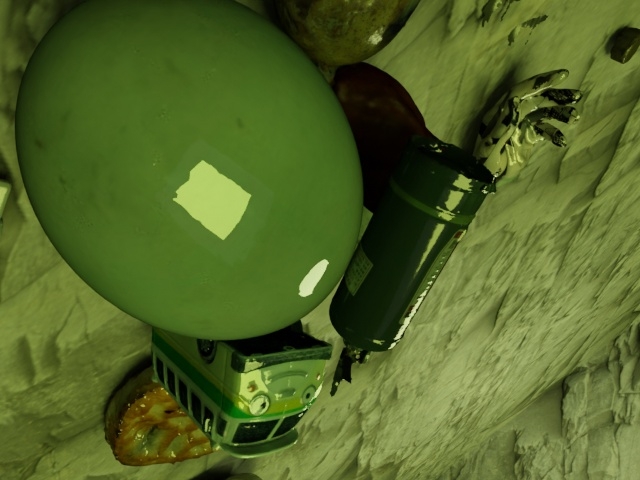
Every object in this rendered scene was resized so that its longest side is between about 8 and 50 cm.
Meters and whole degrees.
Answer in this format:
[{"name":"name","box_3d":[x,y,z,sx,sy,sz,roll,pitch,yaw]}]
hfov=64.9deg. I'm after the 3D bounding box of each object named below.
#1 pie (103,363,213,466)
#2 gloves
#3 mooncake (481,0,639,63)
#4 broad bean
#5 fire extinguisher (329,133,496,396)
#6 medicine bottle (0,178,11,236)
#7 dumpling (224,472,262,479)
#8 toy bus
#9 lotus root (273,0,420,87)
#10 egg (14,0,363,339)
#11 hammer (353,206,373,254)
[{"name":"pie","box_3d":[-0.238,0.306,0.904,0.315,0.092,0.315,-16,138,-15]},{"name":"gloves","box_3d":[0.308,-0.177,0.782,0.127,0.111,0.212,11,130,-13]},{"name":"mooncake","box_3d":[0.377,-0.302,0.738,0.347,0.057,0.150,14,109,-40]},{"name":"broad bean","box_3d":[0.083,-0.108,0.610,0.122,0.228,0.156,-41,179,-21]},{"name":"fire extinguisher","box_3d":[0.074,0.040,0.534,0.093,0.118,0.294,23,118,-1]},{"name":"medicine bottle","box_3d":[-0.406,-0.041,0.444,0.220,0.061,0.092,14,102,-44]},{"name":"dumpling","box_3d":[-0.253,0.653,1.227,0.243,0.187,0.318,28,108,-6]},{"name":"toy bus","box_3d":[-0.120,0.158,0.656,0.133,0.276,0.165,2,100,-38]},{"name":"lotus root","box_3d":[0.026,-0.247,0.478,0.154,0.154,0.278,3,136,-38]},{"name":"egg","box_3d":[-0.098,-0.048,0.476,0.276,0.276,0.389,-34,154,-1]},{"name":"hammer","box_3d":[0.000,0.000,0.748,0.305,0.113,0.202,-15,135,-16]}]
